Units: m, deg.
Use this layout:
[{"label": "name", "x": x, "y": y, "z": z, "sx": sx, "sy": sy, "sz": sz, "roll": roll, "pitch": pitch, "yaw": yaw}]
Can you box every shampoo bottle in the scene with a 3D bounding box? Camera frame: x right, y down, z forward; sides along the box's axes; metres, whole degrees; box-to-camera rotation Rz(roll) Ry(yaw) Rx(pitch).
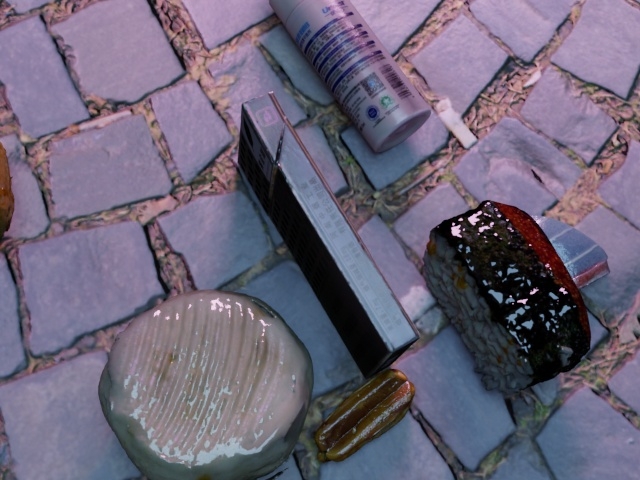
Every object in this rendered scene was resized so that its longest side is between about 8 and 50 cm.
[{"label": "shampoo bottle", "x": 0.021, "y": -0.258, "z": 1.324, "sx": 0.092, "sy": 0.092, "sz": 0.303, "roll": -32, "pitch": 78, "yaw": -15}]

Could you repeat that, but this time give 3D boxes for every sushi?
[{"label": "sushi", "x": 0.219, "y": 0.066, "z": 1.221, "sx": 0.126, "sy": 0.136, "sz": 0.225, "roll": -17, "pitch": 70, "yaw": -20}]

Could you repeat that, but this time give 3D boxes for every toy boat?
[{"label": "toy boat", "x": 0.310, "y": 0.006, "z": 1.303, "sx": 0.096, "sy": 0.034, "sz": 0.122, "roll": -25, "pitch": 75, "yaw": -19}]

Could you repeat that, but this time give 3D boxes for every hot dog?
[{"label": "hot dog", "x": 0.051, "y": 0.210, "z": 1.206, "sx": 0.144, "sy": 0.038, "sz": 0.062, "roll": -39, "pitch": 83, "yaw": -14}]

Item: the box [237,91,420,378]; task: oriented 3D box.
[{"label": "box", "x": 0.000, "y": 0.000, "z": 1.191, "sx": 0.047, "sy": 0.180, "sz": 0.325, "roll": -29, "pitch": 78, "yaw": -13}]

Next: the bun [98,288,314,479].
[{"label": "bun", "x": -0.122, "y": 0.173, "z": 1.144, "sx": 0.239, "sy": 0.141, "sz": 0.239, "roll": 2, "pitch": 66, "yaw": -5}]

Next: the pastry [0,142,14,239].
[{"label": "pastry", "x": -0.465, "y": -0.058, "z": 1.197, "sx": 0.229, "sy": 0.100, "sz": 0.218, "roll": 27, "pitch": 72, "yaw": 4}]
